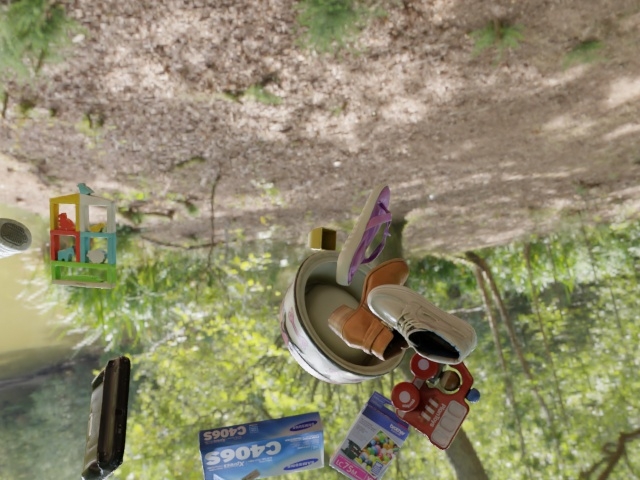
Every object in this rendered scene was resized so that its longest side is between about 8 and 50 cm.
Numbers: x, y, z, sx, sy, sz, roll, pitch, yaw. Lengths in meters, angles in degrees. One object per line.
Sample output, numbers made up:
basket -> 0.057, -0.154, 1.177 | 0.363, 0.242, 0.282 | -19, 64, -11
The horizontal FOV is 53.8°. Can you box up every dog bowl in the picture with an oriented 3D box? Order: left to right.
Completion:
dog bowl -> 0.057, 0.239, 1.869 | 0.407, 0.408, 0.150 | 0, 148, -41

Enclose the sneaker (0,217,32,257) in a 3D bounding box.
sneaker -> -0.753, -0.021, 1.354 | 0.115, 0.090, 0.232 | -29, 131, 30

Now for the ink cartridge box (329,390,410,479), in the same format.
ink cartridge box -> 0.190, 0.723, 2.279 | 0.185, 0.311, 0.065 | 32, 179, 3

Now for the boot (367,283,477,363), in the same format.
boot -> 0.201, 0.174, 1.336 | 0.258, 0.095, 0.123 | 22, -163, 22

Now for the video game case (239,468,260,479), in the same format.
video game case -> -0.272, 0.670, 1.585 | 0.212, 0.023, 0.193 | -44, 165, 26

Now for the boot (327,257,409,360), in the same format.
boot -> 0.175, 0.169, 1.577 | 0.283, 0.109, 0.220 | -35, -148, -22

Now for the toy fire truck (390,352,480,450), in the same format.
toy fire truck -> 0.402, 0.525, 2.162 | 0.253, 0.302, 0.169 | 31, 175, 22

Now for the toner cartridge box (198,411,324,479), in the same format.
toner cartridge box -> -0.166, 0.599, 1.808 | 0.347, 0.075, 0.165 | -7, 124, -9

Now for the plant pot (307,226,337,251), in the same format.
plant pot -> 0.000, 0.000, 2.223 | 0.083, 0.081, 0.081 | -5, 168, 43

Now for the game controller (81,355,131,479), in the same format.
game controller -> -0.549, 0.457, 1.624 | 0.067, 0.319, 0.166 | 21, 129, -29

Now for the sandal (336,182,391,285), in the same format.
sandal -> 0.155, -0.008, 1.882 | 0.102, 0.416, 0.169 | 18, 138, 14

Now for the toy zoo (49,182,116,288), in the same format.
toy zoo -> -0.671, -0.016, 1.782 | 0.192, 0.294, 0.030 | 3, -173, 11
